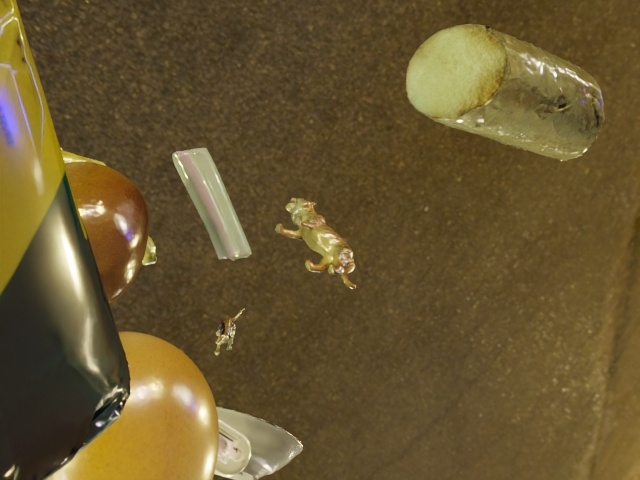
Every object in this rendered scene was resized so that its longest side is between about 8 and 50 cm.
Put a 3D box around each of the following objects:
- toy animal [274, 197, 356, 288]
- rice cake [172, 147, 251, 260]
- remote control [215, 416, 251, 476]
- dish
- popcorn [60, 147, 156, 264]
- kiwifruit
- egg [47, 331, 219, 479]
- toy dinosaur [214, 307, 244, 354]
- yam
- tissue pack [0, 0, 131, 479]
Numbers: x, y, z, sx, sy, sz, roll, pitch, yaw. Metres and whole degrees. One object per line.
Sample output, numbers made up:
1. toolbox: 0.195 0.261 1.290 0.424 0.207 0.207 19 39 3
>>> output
1. toy animal: 0.000 0.000 1.355 0.099 0.241 0.056 -6 133 -45
2. rice cake: -0.195 -0.064 1.401 0.042 0.221 0.080 -25 178 28
3. remote control: -0.201 0.308 1.253 0.221 0.042 0.078 41 63 -24
4. dish: -0.198 0.424 1.579 0.316 0.317 0.106 51 48 -51
5. popcorn: -0.485 -0.017 1.538 0.326 0.290 0.321 2 131 -5
6. kiwifruit: -0.348 -0.002 1.127 0.196 0.233 0.195 -3 132 -4
7. egg: -0.253 0.269 0.937 0.250 0.250 0.322 39 56 -52
8. toy dinosaur: -0.169 0.167 1.396 0.037 0.180 0.058 24 103 -8
9. yam: 0.296 -0.228 1.209 0.305 0.168 0.167 11 111 -35
10. tissue pack: -0.292 -0.046 0.353 0.264 0.254 0.416 -43 125 -59
